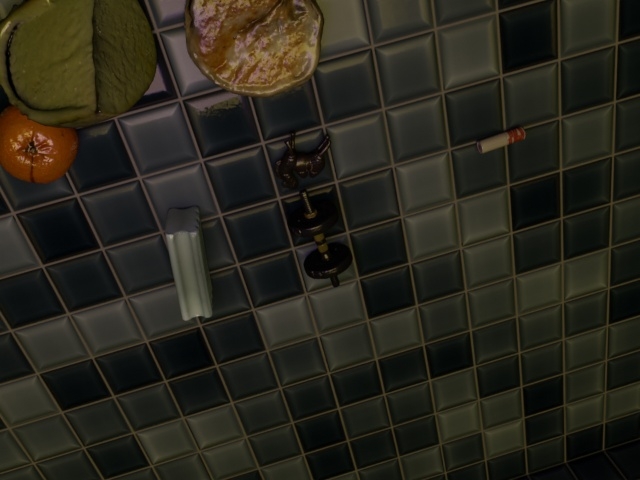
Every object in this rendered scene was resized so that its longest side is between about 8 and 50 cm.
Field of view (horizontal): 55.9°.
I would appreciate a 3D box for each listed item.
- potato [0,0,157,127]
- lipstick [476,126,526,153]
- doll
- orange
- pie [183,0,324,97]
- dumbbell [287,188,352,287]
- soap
[{"bbox_3d":[-0.537,-0.390,1.330,0.279,0.212,0.331,-5,85,17],"label":"potato"},{"bbox_3d":[0.507,-0.282,1.690,0.130,0.038,0.039,-18,120,-1],"label":"lipstick"},{"bbox_3d":[-0.051,-0.206,1.604,0.138,0.057,0.165,2,126,-15],"label":"doll"},{"bbox_3d":[-0.662,-0.226,1.400,0.193,0.161,0.194,-3,119,-5],"label":"orange"},{"bbox_3d":[-0.153,-0.493,1.415,0.338,0.077,0.340,-7,121,-12],"label":"pie"},{"bbox_3d":[0.000,0.000,1.674,0.143,0.143,0.326,-20,120,-1],"label":"dumbbell"},{"bbox_3d":[-0.351,0.061,1.623,0.087,0.160,0.266,-7,120,-8],"label":"soap"}]
